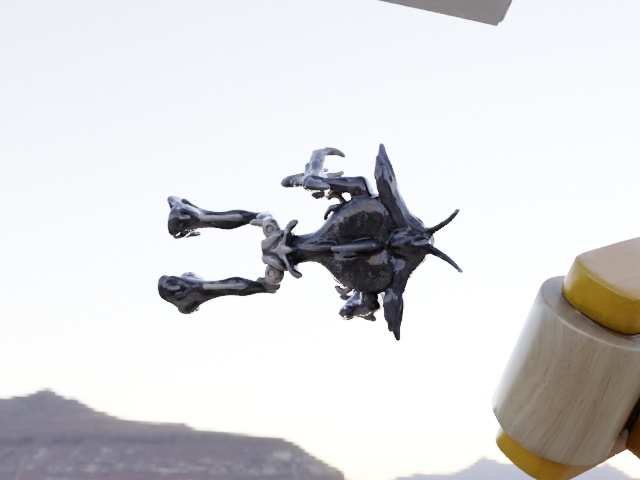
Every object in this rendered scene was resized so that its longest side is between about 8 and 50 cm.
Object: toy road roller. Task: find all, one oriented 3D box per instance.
[{"bbox_3d":[0.344,0.133,0.966,0.329,0.202,0.240,-9,37,-41],"label":"toy road roller"}]

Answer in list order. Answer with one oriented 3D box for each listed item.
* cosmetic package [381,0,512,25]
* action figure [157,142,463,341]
[{"bbox_3d":[0.085,-0.345,0.956,0.224,0.225,0.138,11,-25,-5],"label":"cosmetic package"},{"bbox_3d":[0.000,0.000,0.916,0.275,0.164,0.141,-2,9,22],"label":"action figure"}]
